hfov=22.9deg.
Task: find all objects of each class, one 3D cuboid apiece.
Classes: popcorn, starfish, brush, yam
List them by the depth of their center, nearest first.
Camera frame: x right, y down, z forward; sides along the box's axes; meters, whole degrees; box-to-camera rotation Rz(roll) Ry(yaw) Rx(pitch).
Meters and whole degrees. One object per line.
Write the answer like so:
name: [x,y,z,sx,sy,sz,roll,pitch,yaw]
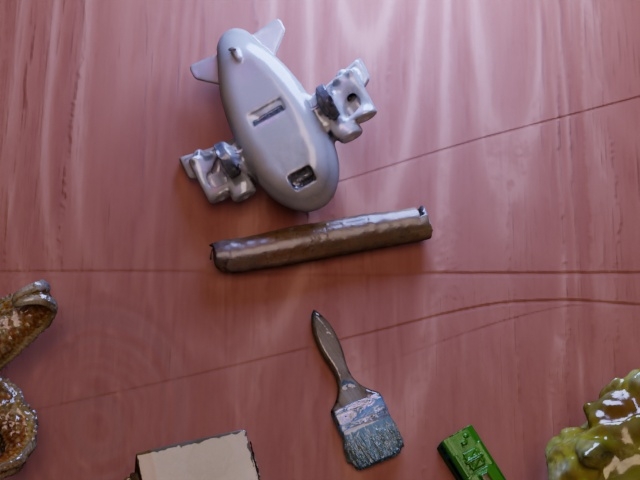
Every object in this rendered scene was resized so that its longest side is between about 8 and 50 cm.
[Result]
popcorn: [0.369,0.245,1.701,0.249,0.225,0.249,0,72,1]
starfish: [-0.437,0.141,1.734,0.303,0.113,0.312,-1,72,4]
brush: [0.030,0.166,1.812,0.070,0.021,0.196,-21,70,-11]
yam: [0.000,0.000,1.857,0.264,0.046,0.046,-10,70,-8]

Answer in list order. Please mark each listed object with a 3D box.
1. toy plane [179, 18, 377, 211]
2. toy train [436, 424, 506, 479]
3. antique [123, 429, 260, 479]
toy plane: [-0.056,-0.145,1.871,0.252,0.118,0.252,-3,77,11]
toy train: [0.205,0.306,1.758,0.044,0.042,0.209,-29,74,-13]
antique: [-0.132,0.295,1.679,0.148,0.152,0.146,-12,72,-12]
